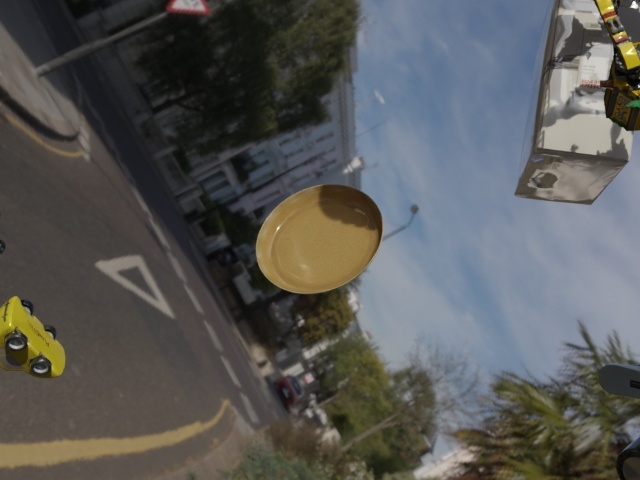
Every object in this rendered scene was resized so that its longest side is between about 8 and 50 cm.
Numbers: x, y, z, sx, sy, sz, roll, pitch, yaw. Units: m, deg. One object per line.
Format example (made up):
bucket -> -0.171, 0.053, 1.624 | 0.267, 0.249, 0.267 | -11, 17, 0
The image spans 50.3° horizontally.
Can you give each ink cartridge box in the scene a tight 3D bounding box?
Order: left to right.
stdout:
ink cartridge box -> 0.356, -0.211, 0.942 | 0.207, 0.117, 0.283 | 56, 44, -75

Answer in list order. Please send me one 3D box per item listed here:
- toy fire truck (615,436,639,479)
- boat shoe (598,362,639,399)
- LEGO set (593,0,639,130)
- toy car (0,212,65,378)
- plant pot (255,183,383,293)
toy fire truck -> 0.372, 0.299, 0.603 | 0.246, 0.158, 0.217 | 37, -42, 38
boat shoe -> 0.528, 0.224, 1.041 | 0.183, 0.083, 0.065 | 13, -81, 58
LEGO set -> 0.373, -0.275, 0.625 | 0.192, 0.255, 0.331 | 57, 43, -63
toy car -> -0.350, 0.052, 0.659 | 0.225, 0.053, 0.239 | -87, 152, -86
plant pot -> 0.000, 0.000, 1.218 | 0.236, 0.236, 0.032 | 57, -5, 38
